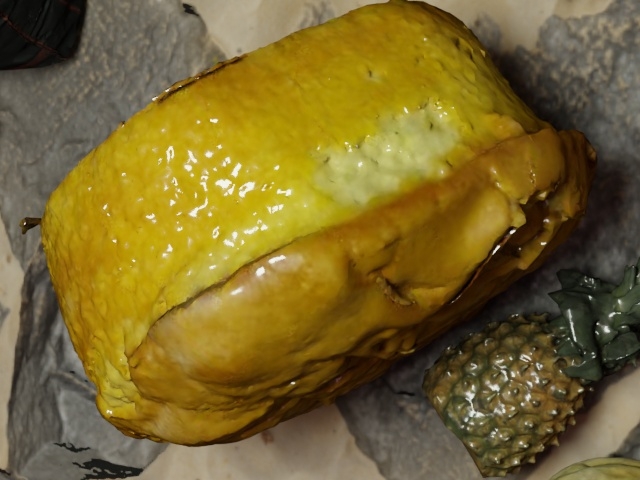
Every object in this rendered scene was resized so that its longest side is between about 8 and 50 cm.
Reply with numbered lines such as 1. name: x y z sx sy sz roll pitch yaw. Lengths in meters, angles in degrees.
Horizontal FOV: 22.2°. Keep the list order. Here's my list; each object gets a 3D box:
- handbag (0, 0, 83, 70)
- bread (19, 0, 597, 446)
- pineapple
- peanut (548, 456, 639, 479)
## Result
1. handbag: -0.317 -0.217 1.354 0.215 0.169 0.155 8 86 22
2. bread: 0.000 0.000 1.166 0.398 0.398 0.215 -35 78 21
3. pineapple: 0.199 0.077 1.239 0.251 0.125 0.125 -39 83 10
4. peanut: 0.268 0.234 1.215 0.224 0.129 0.129 8 100 20
